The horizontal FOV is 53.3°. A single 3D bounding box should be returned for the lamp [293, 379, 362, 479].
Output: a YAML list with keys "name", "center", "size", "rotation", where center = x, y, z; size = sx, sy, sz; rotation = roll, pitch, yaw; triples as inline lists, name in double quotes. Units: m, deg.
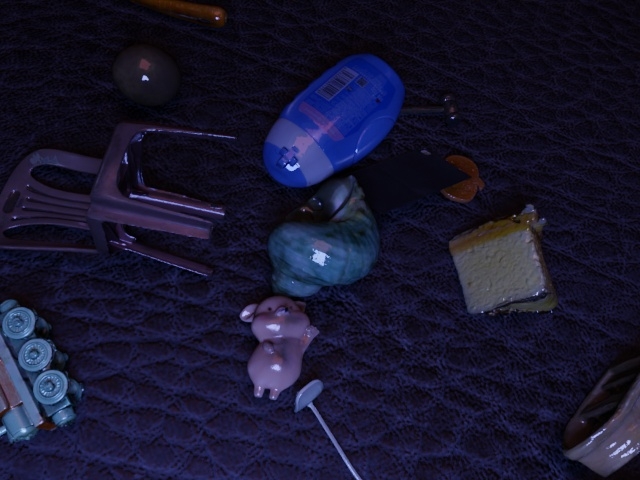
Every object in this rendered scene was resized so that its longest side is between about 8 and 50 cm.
- name: "lamp"
  center: [0.034, 0.269, 0.801]
  size: [0.050, 0.056, 0.198]
  rotation: [-30, 74, -26]

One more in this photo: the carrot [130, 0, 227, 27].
- name: "carrot"
  center: [-0.259, -0.416, 1.135]
  size: [0.190, 0.037, 0.037]
  rotation: [14, 60, -1]

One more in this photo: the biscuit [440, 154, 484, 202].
- name: "biscuit"
  center: [0.233, -0.101, 1.059]
  size: [0.078, 0.015, 0.091]
  rotation: [19, 60, -1]

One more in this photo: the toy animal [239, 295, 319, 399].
- name: "toy animal"
  center: [-0.061, 0.136, 0.846]
  size: [0.084, 0.089, 0.150]
  rotation: [29, 51, -30]

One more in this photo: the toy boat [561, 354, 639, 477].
- name: "toy boat"
  center: [0.393, 0.236, 0.845]
  size: [0.188, 0.116, 0.061]
  rotation: [-39, 81, -27]

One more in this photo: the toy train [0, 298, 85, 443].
- name: "toy train"
  center: [-0.372, 0.163, 0.780]
  size: [0.118, 0.074, 0.175]
  rotation: [-29, 74, -13]

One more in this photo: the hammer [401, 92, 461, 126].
- name: "hammer"
  center: [0.099, -0.222, 1.099]
  size: [0.292, 0.029, 0.058]
  rotation: [-4, 60, -10]

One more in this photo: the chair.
- name: "chair"
  center: [-0.289, -0.067, 0.854]
  size: [0.327, 0.183, 0.175]
  rotation: [10, 59, -5]

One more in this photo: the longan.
- name: "longan"
  center: [-0.274, -0.264, 1.020]
  size: [0.106, 0.106, 0.119]
  rotation: [21, 18, 2]

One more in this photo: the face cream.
- name: "face cream"
  center: [0.018, -0.185, 1.018]
  size: [0.149, 0.083, 0.264]
  rotation: [44, 71, 6]

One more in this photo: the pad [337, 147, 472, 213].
- name: "pad"
  center: [0.132, -0.099, 1.008]
  size: [0.193, 0.004, 0.116]
  rotation: [-22, 44, -29]

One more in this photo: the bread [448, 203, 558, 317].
- name: "bread"
  center: [0.280, 0.041, 0.963]
  size: [0.152, 0.127, 0.147]
  rotation: [-15, 62, 20]

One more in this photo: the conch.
- name: "conch"
  center: [0.003, 0.000, 0.903]
  size: [0.188, 0.121, 0.176]
  rotation: [-31, 43, -24]
